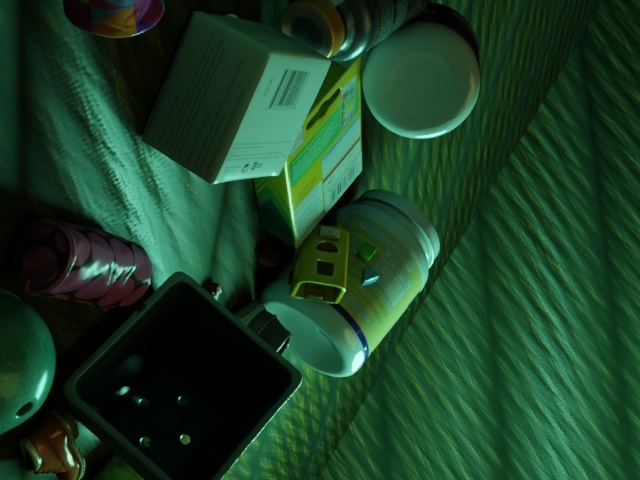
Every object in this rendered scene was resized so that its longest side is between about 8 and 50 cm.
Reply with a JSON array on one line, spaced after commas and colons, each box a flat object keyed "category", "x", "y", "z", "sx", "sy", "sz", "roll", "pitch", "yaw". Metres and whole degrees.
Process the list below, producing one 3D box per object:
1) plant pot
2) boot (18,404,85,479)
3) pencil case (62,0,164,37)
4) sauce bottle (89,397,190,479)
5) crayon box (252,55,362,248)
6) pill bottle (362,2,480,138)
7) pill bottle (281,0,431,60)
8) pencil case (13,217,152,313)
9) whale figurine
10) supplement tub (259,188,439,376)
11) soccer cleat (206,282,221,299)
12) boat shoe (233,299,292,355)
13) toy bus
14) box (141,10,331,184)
[{"category": "plant pot", "x": -0.220, "y": 0.245, "z": 1.375, "sx": 0.247, "sy": 0.248, "sz": 0.252, "roll": -48, "pitch": 177, "yaw": -28}, {"category": "boot", "x": -0.392, "y": 0.314, "z": 1.318, "sx": 0.085, "sy": 0.059, "sz": 0.157, "roll": -40, "pitch": 146, "yaw": -36}, {"category": "pencil case", "x": -0.187, "y": -0.296, "z": 0.801, "sx": 0.104, "sy": 0.104, "sz": 0.236, "roll": -44, "pitch": 158, "yaw": -36}, {"category": "sauce bottle", "x": -0.273, "y": 0.356, "z": 1.605, "sx": 0.344, "sy": 0.111, "sz": 0.111, "roll": -49, "pitch": 160, "yaw": -31}, {"category": "crayon box", "x": -0.020, "y": -0.151, "z": 1.478, "sx": 0.203, "sy": 0.083, "sz": 0.323, "roll": -51, "pitch": 161, "yaw": -21}, {"category": "pill bottle", "x": 0.173, "y": -0.294, "z": 1.515, "sx": 0.323, "sy": 0.182, "sz": 0.181, "roll": -69, "pitch": -177, "yaw": -66}, {"category": "pill bottle", "x": 0.050, "y": -0.336, "z": 1.286, "sx": 0.246, "sy": 0.130, "sz": 0.130, "roll": -42, "pitch": 156, "yaw": -41}, {"category": "pencil case", "x": -0.284, "y": 0.035, "z": 1.096, "sx": 0.098, "sy": 0.095, "sz": 0.209, "roll": -44, "pitch": 160, "yaw": 6}, {"category": "whale figurine", "x": -0.392, "y": 0.181, "z": 0.962, "sx": 0.272, "sy": 0.141, "sz": 0.216, "roll": -54, "pitch": 162, "yaw": -10}, {"category": "supplement tub", "x": 0.064, "y": 0.079, "z": 1.810, "sx": 0.331, "sy": 0.241, "sz": 0.241, "roll": -48, "pitch": 159, "yaw": -27}, {"category": "soccer cleat", "x": -0.194, "y": 0.109, "z": 1.535, "sx": 0.083, "sy": 0.029, "sz": 0.035, "roll": -58, "pitch": 158, "yaw": -15}, {"category": "boat shoe", "x": -0.140, "y": 0.278, "z": 1.780, "sx": 0.132, "sy": 0.130, "sz": 0.355, "roll": -41, "pitch": 155, "yaw": -42}, {"category": "toy bus", "x": 0.004, "y": 0.011, "z": 1.632, "sx": 0.191, "sy": 0.202, "sz": 0.104, "roll": -36, "pitch": 167, "yaw": -26}, {"category": "box", "x": -0.104, "y": -0.180, "z": 1.159, "sx": 0.181, "sy": 0.119, "sz": 0.181, "roll": -16, "pitch": 136, "yaw": -64}]
